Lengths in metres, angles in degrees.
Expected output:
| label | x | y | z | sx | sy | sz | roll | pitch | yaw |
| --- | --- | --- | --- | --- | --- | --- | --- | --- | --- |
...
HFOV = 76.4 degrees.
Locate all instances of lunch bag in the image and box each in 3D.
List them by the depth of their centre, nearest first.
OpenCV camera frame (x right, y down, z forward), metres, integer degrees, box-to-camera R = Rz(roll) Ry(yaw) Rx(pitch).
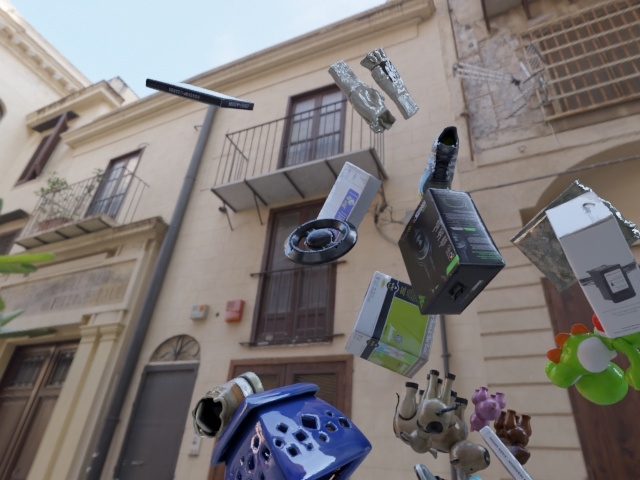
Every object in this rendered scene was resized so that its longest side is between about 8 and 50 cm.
| label | x | y | z | sx | sy | sz | roll | pitch | yaw |
| --- | --- | --- | --- | --- | --- | --- | --- | --- | --- |
| lunch bag | 0.793 | -0.022 | 1.268 | 0.169 | 0.235 | 0.287 | -25 | -23 | -34 |

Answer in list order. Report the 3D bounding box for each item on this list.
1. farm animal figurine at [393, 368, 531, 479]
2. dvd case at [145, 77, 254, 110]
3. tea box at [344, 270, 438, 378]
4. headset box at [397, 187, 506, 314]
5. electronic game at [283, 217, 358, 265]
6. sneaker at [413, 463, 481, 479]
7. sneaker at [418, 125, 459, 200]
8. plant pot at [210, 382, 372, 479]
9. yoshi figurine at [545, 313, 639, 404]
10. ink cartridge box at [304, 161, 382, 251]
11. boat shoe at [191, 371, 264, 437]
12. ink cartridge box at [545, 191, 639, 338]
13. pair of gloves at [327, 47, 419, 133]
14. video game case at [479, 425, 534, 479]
| label | x | y | z | sx | sy | sz | roll | pitch | yaw |
| --- | --- | --- | --- | --- | --- | --- | --- | --- | --- |
| farm animal figurine | 0.276 | 0.416 | 0.891 | 0.330 | 0.172 | 0.327 | 31 | -26 | -21 |
| dvd case | -0.333 | -0.409 | 1.144 | 0.239 | 0.179 | 0.029 | 20 | -70 | 14 |
| tea box | 0.321 | 0.368 | 1.790 | 0.324 | 0.329 | 0.220 | 22 | -38 | 7 |
| headset box | 0.347 | 0.042 | 1.125 | 0.131 | 0.283 | 0.246 | 2 | -40 | -15 |
| electronic game | 0.000 | 0.000 | 1.232 | 0.229 | 0.229 | 0.048 | -5 | -57 | 16 |
| sneaker | 0.474 | 0.867 | 1.421 | 0.178 | 0.124 | 0.295 | -38 | -83 | 4 |
| sneaker | 0.383 | -0.243 | 1.304 | 0.111 | 0.299 | 0.121 | 9 | -29 | 13 |
| plant pot | -0.077 | 0.445 | 0.855 | 0.236 | 0.212 | 0.236 | 6 | -58 | -46 |
| yoshi figurine | 0.737 | 0.261 | 0.988 | 0.362 | 0.203 | 0.204 | -45 | -39 | 14 |
| ink cartridge box | 0.071 | -0.090 | 1.390 | 0.065 | 0.165 | 0.332 | 19 | -74 | -36 |
| boat shoe | -0.250 | 0.404 | 0.964 | 0.103 | 0.113 | 0.302 | -12 | -29 | -47 |
| ink cartridge box | 0.353 | 0.027 | 0.515 | 0.063 | 0.109 | 0.150 | -27 | -80 | 28 |
| pair of gloves | 0.145 | -0.379 | 1.017 | 0.204 | 0.240 | 0.042 | 55 | -40 | -1 |
| video game case | 0.342 | 0.408 | 0.651 | 0.022 | 0.173 | 0.190 | -37 | -54 | -1 |
